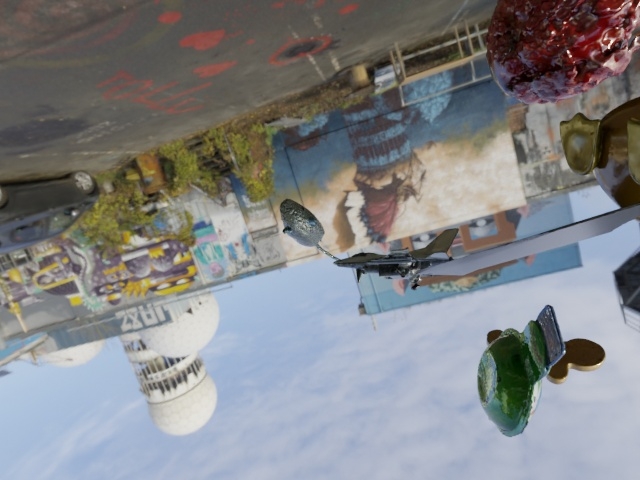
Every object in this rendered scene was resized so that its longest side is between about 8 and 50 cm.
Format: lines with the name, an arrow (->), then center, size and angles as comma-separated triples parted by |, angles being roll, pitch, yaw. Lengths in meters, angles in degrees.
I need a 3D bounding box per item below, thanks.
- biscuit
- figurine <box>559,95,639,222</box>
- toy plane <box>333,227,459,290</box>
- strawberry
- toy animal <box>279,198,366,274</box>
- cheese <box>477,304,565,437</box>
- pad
biscuit -> 0.510, 0.262, 0.946 | 0.241, 0.035, 0.158 | -3, -146, 22
figurine -> 0.463, -0.131, 0.531 | 0.228, 0.215, 0.215 | -38, -168, 0
toy plane -> 0.128, 0.045, 0.709 | 0.234, 0.082, 0.160 | -17, 156, 26
strawberry -> 0.400, -0.367, 0.716 | 0.221, 0.273, 0.274 | -16, -169, 8
toy animal -> -0.004, 0.001, 0.878 | 0.070, 0.253, 0.079 | -37, -144, 14
cheese -> 0.366, 0.242, 0.767 | 0.083, 0.320, 0.203 | 9, -132, 2
pad -> 0.288, 0.009, 0.557 | 0.248, 0.007, 0.368 | -21, 167, 24
